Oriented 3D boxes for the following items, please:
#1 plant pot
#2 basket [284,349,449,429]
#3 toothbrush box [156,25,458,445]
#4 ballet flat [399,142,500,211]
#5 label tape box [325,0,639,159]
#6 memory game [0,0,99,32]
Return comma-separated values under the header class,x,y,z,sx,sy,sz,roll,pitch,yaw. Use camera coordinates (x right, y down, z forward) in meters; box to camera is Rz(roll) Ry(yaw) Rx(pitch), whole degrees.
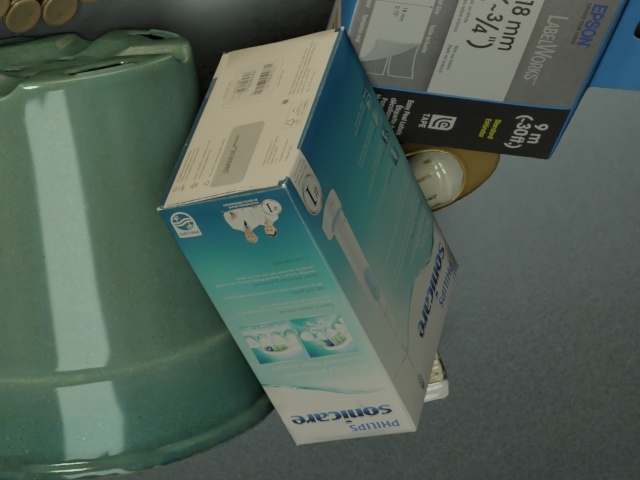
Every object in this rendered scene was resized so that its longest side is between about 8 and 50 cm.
class,x,y,z,sx,sy,sz,roll,pitch,yaw
plant pot,-0.222,-0.004,1.685,0.341,0.341,0.334,-7,106,-3
basket,0.032,0.104,1.857,0.167,0.113,0.103,-13,112,0
toothbrush box,0.000,0.000,1.650,0.126,0.216,0.295,-10,130,26
ballet flat,0.066,-0.046,1.816,0.232,0.073,0.080,-16,112,1
label tape box,0.181,-0.187,1.693,0.333,0.106,0.241,6,145,-8
memory game,-0.240,-0.264,1.670,0.186,0.012,0.186,-26,141,-23
